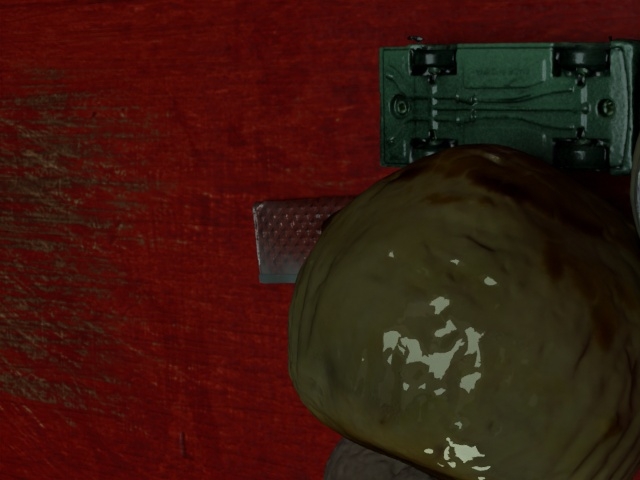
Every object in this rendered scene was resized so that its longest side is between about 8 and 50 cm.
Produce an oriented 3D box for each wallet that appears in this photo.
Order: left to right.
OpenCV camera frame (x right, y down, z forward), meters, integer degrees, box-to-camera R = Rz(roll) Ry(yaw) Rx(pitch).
[{"bbox_3d":[0.000,0.000,1.735,0.196,0.020,0.103,-2,95,40],"label":"wallet"}]

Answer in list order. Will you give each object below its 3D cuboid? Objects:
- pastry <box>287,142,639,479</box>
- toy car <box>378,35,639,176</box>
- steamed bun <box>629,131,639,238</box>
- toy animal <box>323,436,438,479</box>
[{"bbox_3d":[0.161,0.080,1.398,0.388,0.388,0.312,21,84,36],"label":"pastry"},{"bbox_3d":[0.195,-0.140,1.502,0.321,0.097,0.141,5,98,40],"label":"toy car"},{"bbox_3d":[0.375,-0.032,1.255,0.280,0.207,0.268,53,123,29],"label":"steamed bun"},{"bbox_3d":[0.105,0.376,1.587,0.226,0.188,0.358,-16,86,46],"label":"toy animal"}]
